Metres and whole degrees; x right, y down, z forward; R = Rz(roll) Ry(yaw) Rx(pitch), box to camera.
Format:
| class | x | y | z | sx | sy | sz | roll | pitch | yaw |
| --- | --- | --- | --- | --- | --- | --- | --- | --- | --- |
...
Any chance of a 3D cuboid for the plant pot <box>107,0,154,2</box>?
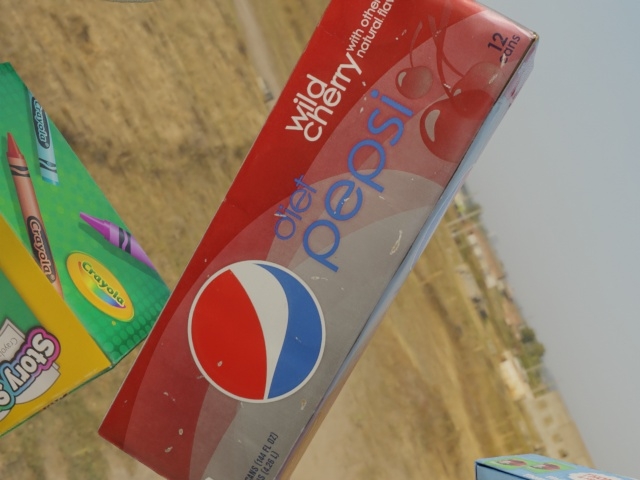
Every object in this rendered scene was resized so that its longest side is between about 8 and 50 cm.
| class | x | y | z | sx | sy | sz | roll | pitch | yaw |
| --- | --- | --- | --- | --- | --- | --- | --- | --- | --- |
| plant pot | -0.207 | -0.374 | 0.721 | 0.305 | 0.334 | 0.334 | 30 | -23 | 49 |

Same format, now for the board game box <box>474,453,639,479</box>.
| class | x | y | z | sx | sy | sz | roll | pitch | yaw |
| --- | --- | --- | --- | --- | --- | --- | --- | --- | --- |
| board game box | 0.127 | 0.169 | 0.322 | 0.211 | 0.039 | 0.160 | 171 | -83 | -68 |

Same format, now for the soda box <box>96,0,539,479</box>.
| class | x | y | z | sx | sy | sz | roll | pitch | yaw |
| --- | --- | --- | --- | --- | --- | --- | --- | --- | --- |
| soda box | 0.000 | 0.000 | 0.457 | 0.092 | 0.263 | 0.083 | 31 | 9 | 10 |

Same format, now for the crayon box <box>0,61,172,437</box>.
| class | x | y | z | sx | sy | sz | roll | pitch | yaw |
| --- | --- | --- | --- | --- | --- | --- | --- | --- | --- |
| crayon box | -0.237 | 0.048 | 0.527 | 0.165 | 0.278 | 0.081 | 56 | 23 | -6 |
